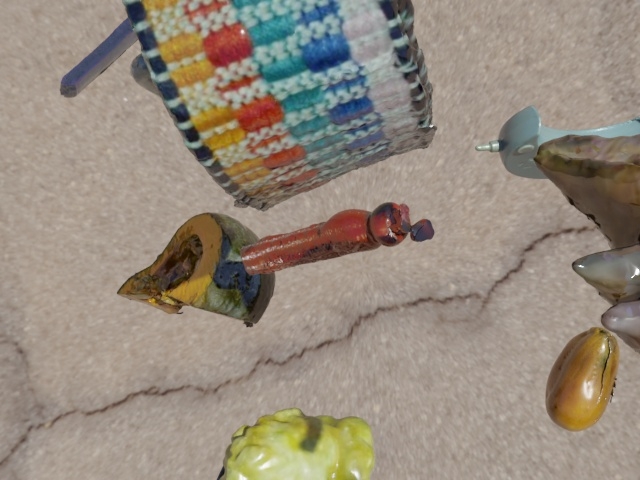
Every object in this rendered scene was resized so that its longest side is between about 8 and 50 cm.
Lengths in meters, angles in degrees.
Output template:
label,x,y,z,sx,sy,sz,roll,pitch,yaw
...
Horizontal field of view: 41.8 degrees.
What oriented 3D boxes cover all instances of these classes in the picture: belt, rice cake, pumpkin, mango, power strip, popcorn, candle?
label,x,y,z,sx,sy,sz,roll,pitch,yaw
belt,-0.030,-0.129,0.522,0.160,0.295,0.207,-19,93,6
rice cake,-0.390,-0.329,1.496,0.036,0.047,0.207,31,65,16
pumpkin,-0.208,0.087,1.435,0.280,0.139,0.190,-43,46,22
mango,0.391,0.204,1.237,0.084,0.105,0.159,26,99,-15
power strip,0.361,-0.146,1.288,0.253,0.167,0.054,0,69,-21
popcorn,-0.044,0.384,1.311,0.241,0.250,0.235,13,50,-9
candle,0.000,0.000,0.973,0.048,0.329,0.051,1,81,-37

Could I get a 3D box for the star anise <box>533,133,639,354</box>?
label,x,y,z,sx,sy,sz,roll,pitch,yaw
star anise,0.249,0.039,0.402,0.292,0.109,0.349,-34,51,-19

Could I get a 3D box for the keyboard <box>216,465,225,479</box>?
label,x,y,z,sx,sy,sz,roll,pitch,yaw
keyboard,-0.163,0.453,1.607,0.063,0.198,0.010,33,131,-7
